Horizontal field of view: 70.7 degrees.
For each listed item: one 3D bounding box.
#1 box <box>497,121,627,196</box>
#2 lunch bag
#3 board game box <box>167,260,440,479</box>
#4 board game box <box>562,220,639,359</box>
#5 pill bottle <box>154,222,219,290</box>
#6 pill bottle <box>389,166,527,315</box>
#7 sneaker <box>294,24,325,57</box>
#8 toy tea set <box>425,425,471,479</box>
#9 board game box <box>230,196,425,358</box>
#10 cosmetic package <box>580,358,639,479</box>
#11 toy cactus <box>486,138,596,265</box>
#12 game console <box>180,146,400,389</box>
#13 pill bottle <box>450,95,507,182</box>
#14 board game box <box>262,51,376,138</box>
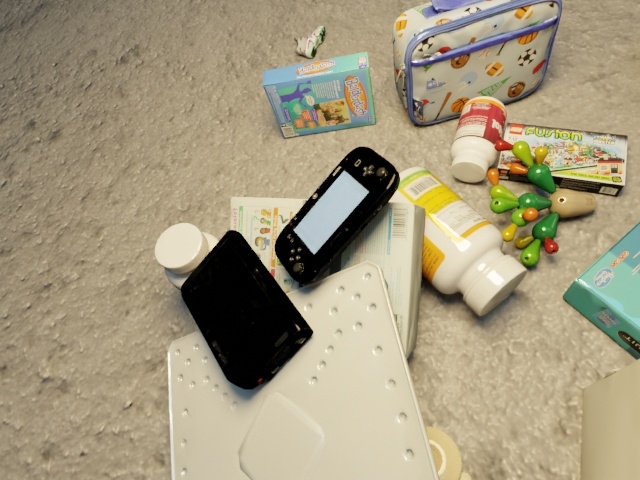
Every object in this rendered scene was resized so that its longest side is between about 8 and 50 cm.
[{"bbox_3d":[0.441,-0.153,0.833,0.206,0.036,0.114,12,65,18],"label":"box"},{"bbox_3d":[0.282,-0.356,0.859,0.302,0.243,0.115,-17,60,3],"label":"lunch bag"},{"bbox_3d":[-0.041,0.273,0.596,0.389,0.050,0.391,-24,61,23],"label":"board game box"},{"bbox_3d":[0.579,0.106,0.639,0.253,0.079,0.336,-38,61,-9],"label":"board game box"},{"bbox_3d":[-0.208,0.047,0.790,0.107,0.180,0.108,-5,61,10],"label":"pill bottle"},{"bbox_3d":[0.208,0.001,0.746,0.136,0.136,0.246,-37,61,-8],"label":"pill bottle"},{"bbox_3d":[-0.033,-0.502,1.126,0.069,0.038,0.098,18,67,20],"label":"sneaker"},{"bbox_3d":[0.144,0.374,0.580,0.200,0.124,0.336,-37,51,-13],"label":"toy tea set"},{"bbox_3d":[0.002,0.048,0.718,0.302,0.097,0.224,5,93,22],"label":"board game box"},{"bbox_3d":[0.385,0.343,0.480,0.156,0.217,0.386,11,67,17],"label":"cosmetic package"},{"bbox_3d":[0.379,-0.070,0.763,0.180,0.112,0.219,0,69,-7],"label":"toy cactus"},{"bbox_3d":[-0.043,0.015,0.634,0.361,0.044,0.213,-48,55,8],"label":"game console"},{"bbox_3d":[0.297,-0.190,0.857,0.085,0.086,0.152,14,67,19],"label":"pill bottle"},{"bbox_3d":[0.004,-0.295,0.938,0.210,0.160,0.047,-6,61,9],"label":"board game box"}]
